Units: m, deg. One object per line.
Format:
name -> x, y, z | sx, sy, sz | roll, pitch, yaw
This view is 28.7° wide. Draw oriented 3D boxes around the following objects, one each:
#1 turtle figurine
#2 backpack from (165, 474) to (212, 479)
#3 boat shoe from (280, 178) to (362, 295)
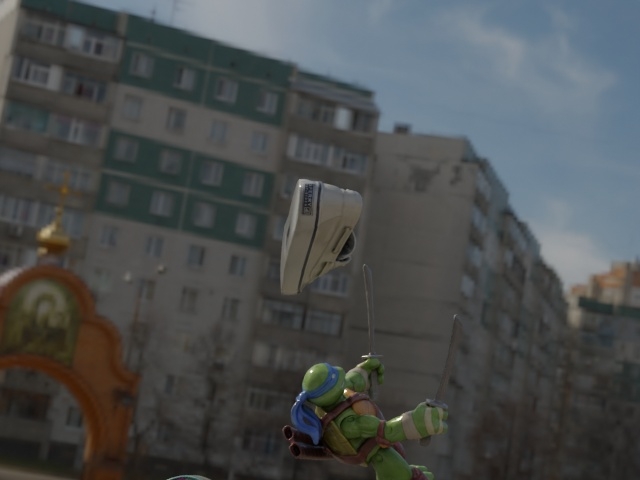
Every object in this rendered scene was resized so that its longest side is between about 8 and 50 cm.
turtle figurine -> 0.107, 0.215, 1.550 | 0.198, 0.275, 0.266 | 2, -49, 41
backpack -> -0.173, 0.400, 1.624 | 0.166, 0.188, 0.144 | -35, -19, 5
boat shoe -> 0.000, 0.000, 1.563 | 0.088, 0.096, 0.267 | 5, -27, -5
